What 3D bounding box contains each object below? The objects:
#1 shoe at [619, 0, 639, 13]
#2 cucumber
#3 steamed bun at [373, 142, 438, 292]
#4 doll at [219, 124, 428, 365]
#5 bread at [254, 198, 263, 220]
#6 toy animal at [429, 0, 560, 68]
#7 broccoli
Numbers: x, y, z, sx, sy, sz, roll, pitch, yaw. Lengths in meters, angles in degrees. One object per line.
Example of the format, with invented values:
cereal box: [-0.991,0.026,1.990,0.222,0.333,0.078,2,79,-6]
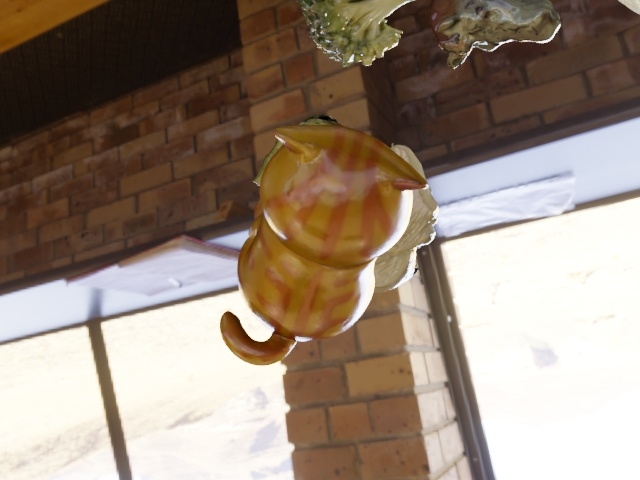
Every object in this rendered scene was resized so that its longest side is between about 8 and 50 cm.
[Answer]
shoe: [0.558,-0.517,1.052,0.110,0.265,0.095,-37,138,23]
cucumber: [-0.050,-0.230,1.493,0.145,0.105,0.325,32,140,-11]
steamed bun: [0.097,-0.029,1.186,0.320,0.275,0.206,-37,172,-4]
doll: [-0.002,-0.004,0.607,0.166,0.162,0.270,13,128,-7]
bread: [-0.091,-0.070,1.353,0.125,0.086,0.156,8,125,-1]
toy animal: [0.152,-0.252,0.431,0.169,0.255,0.090,-23,128,27]
broccoli: [0.088,-0.487,1.022,0.280,0.348,0.293,-4,167,0]
